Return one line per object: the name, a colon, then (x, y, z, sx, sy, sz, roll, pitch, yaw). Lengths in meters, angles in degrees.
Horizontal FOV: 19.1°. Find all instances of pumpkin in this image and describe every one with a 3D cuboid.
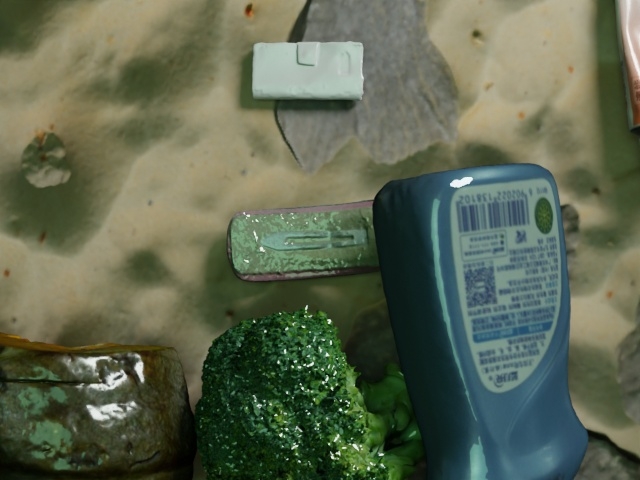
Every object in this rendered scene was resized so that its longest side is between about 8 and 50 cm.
pumpkin: (-0.219, 0.126, 1.338, 0.248, 0.126, 0.131, -1, 99, 26)

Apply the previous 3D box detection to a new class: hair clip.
hair clip: (0.000, 0.000, 1.383, 0.137, 0.022, 0.054, -6, 85, 9)

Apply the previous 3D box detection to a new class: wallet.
wallet: (-0.009, -0.124, 1.397, 0.083, 0.011, 0.044, 1, 87, 10)

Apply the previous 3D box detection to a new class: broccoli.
broccoli: (-0.007, 0.134, 1.311, 0.156, 0.195, 0.195, -9, 85, -11)

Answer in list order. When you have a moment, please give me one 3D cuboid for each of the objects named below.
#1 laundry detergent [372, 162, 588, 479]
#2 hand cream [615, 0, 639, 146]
laundry detergent: (0.116, 0.094, 1.307, 0.094, 0.143, 0.290, -8, 87, 44)
hand cream: (0.238, -0.153, 1.353, 0.052, 0.038, 0.216, 0, 82, -18)
